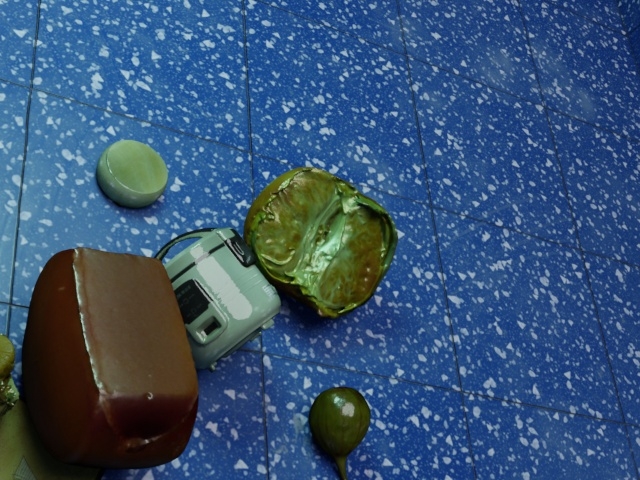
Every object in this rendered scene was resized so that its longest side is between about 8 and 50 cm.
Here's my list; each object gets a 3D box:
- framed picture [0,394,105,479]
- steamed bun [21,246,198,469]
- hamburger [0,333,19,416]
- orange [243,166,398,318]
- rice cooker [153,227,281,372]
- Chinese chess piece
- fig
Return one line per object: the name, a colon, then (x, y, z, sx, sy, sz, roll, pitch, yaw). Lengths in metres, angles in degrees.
framed picture: (-0.503, 0.406, 1.643, 0.255, 0.014, 0.339, 35, 46, -11)
steamed bun: (-0.360, 0.211, 1.717, 0.235, 0.248, 0.379, 10, 44, -36)
hamburger: (-0.582, 0.212, 1.626, 0.215, 0.122, 0.189, 3, 25, -29)
orange: (-0.004, -0.003, 2.140, 0.334, 0.263, 0.196, 27, 7, -18)
rice cooker: (-0.208, 0.100, 1.927, 0.226, 0.226, 0.244, -31, 82, -45)
Chinese chess piece: (-0.377, -0.133, 2.090, 0.144, 0.058, 0.144, 20, 48, -24)
fig: (0.048, 0.399, 2.008, 0.124, 0.124, 0.236, -10, 91, -40)
